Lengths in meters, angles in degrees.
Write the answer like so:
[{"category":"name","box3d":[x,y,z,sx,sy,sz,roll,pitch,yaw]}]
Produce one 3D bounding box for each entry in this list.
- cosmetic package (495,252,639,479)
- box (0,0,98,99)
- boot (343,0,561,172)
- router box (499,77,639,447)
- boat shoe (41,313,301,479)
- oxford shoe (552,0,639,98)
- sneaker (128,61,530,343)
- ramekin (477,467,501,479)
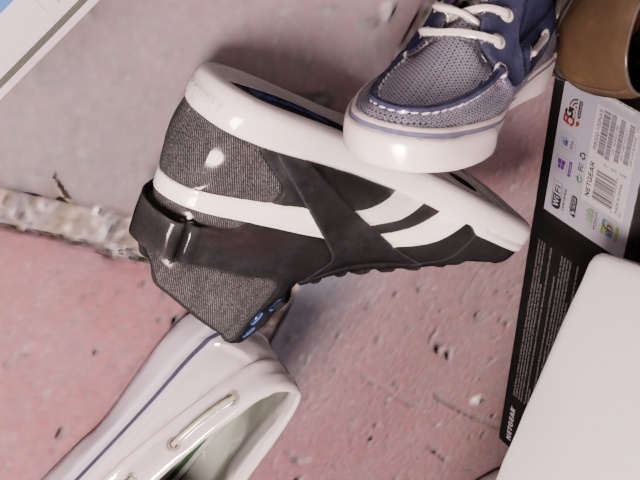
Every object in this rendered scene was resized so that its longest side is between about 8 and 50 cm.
[{"category":"cosmetic package","box3d":[0.317,0.250,0.638,0.393,0.329,0.328,23,91,-45]},{"category":"box","box3d":[-0.171,-0.156,0.275,0.169,0.087,0.290,-45,138,-4]},{"category":"boot","box3d":[0.066,-0.098,0.503,0.190,0.069,0.086,-43,144,-57]},{"category":"router box","box3d":[0.253,0.004,0.755,0.242,0.081,0.309,-20,131,-28]},{"category":"boat shoe","box3d":[-0.095,0.140,0.565,0.083,0.076,0.226,21,105,-46]},{"category":"oxford shoe","box3d":[0.206,-0.172,0.576,0.082,0.096,0.227,18,105,-44]},{"category":"sneaker","box3d":[0.000,0.000,0.550,0.216,0.079,0.121,19,110,-38]},{"category":"ramekin","box3d":[0.155,0.314,0.867,0.272,0.127,0.273,-21,131,-27]}]
